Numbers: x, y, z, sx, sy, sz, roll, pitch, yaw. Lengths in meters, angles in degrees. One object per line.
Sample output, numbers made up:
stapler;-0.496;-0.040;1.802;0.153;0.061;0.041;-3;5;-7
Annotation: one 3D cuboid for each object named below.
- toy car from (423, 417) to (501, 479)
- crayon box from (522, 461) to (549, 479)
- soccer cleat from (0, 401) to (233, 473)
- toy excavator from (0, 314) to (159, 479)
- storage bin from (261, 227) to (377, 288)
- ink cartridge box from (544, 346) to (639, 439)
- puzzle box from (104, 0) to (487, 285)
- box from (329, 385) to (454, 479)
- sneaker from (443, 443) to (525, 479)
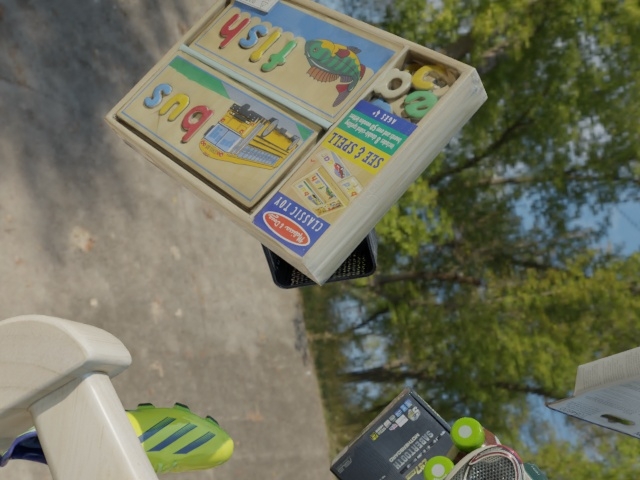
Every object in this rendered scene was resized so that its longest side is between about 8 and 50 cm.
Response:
toy car;0.278;0.394;1.373;0.188;0.149;0.155;28;-18;35
crayon box;0.358;0.615;1.692;0.083;0.323;0.203;20;24;-49
soccer cleat;-0.239;0.246;1.024;0.093;0.289;0.121;-55;-151;34
toy excavator;-0.160;0.333;0.585;0.433;0.445;0.222;33;-5;15
storage bin;0.000;0.000;1.473;0.084;0.180;0.122;-84;161;-57
ink cartridge box;0.438;0.190;1.101;0.224;0.223;0.045;-32;-135;47
puzzle box;-0.050;-0.150;1.003;0.409;0.272;0.052;33;-12;39
box;0.162;0.438;1.752;0.183;0.232;0.059;45;7;0
sneaker;0.193;0.421;1.246;0.121;0.299;0.112;36;-15;16
